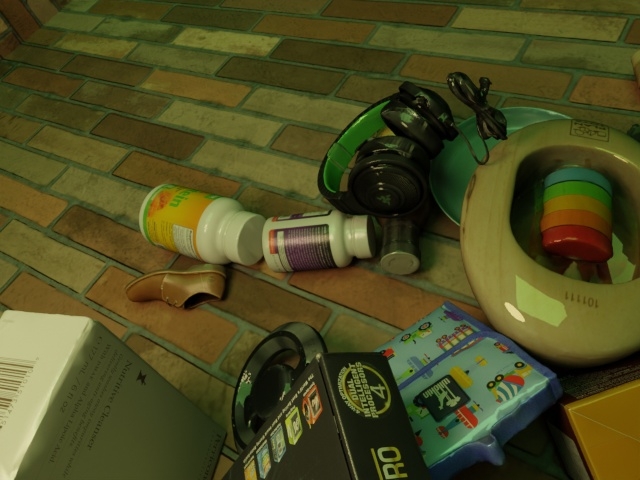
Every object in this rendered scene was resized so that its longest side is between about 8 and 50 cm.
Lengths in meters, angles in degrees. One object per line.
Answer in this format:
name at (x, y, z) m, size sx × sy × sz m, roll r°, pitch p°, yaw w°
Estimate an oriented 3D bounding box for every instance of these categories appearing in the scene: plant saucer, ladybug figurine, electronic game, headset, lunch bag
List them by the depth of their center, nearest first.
lunch bag at (0.155, 0.214, 0.738) m, size 0.221 × 0.138 × 0.293 m, roll -32°, pitch 9°, yaw -6°
ladybug figurine at (0.353, -0.004, 0.842) m, size 0.305 × 0.161 × 0.449 m, roll 15°, pitch 51°, yaw 15°
electronic game at (-0.065, 0.235, 0.901) m, size 0.229 × 0.048 × 0.229 m, roll -35°, pitch 40°, yaw 37°
headset at (0.126, -0.170, 0.961) m, size 0.394 × 0.185 × 0.243 m, roll 2°, pitch 58°, yaw 53°
plant saucer at (0.358, -0.115, 1.063) m, size 0.318 × 0.043 × 0.317 m, roll -6°, pitch 55°, yaw 9°

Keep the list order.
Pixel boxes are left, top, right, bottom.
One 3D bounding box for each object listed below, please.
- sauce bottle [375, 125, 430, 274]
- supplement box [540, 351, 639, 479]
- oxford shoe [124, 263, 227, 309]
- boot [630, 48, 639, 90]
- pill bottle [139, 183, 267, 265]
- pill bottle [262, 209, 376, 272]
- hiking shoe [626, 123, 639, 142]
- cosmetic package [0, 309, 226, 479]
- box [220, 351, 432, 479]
sauce bottle at (0.151, -0.096, 1.100) m, size 0.112 × 0.111 × 0.344 m, roll -5°, pitch 50°, yaw 17°
supplement box at (0.379, 0.209, 0.690) m, size 0.192 × 0.194 × 0.129 m, roll -21°, pitch 82°, yaw 4°
oxford shoe at (-0.286, 0.100, 1.137) m, size 0.212 × 0.076 × 0.076 m, roll -10°, pitch 61°, yaw 14°
boot at (0.727, -0.297, 1.083) m, size 0.249 × 0.090 × 0.206 m, roll -17°, pitch 61°, yaw 6°
pill bottle at (-0.229, -0.028, 1.171) m, size 0.246 × 0.136 × 0.136 m, roll 15°, pitch 59°, yaw 29°
pill bottle at (0.000, 0.000, 1.082) m, size 0.194 × 0.108 × 0.108 m, roll -6°, pitch 51°, yaw 17°
hiking shoe at (0.560, -0.111, 0.975) m, size 0.114 × 0.086 × 0.226 m, roll 7°, pitch 55°, yaw 29°
cosmetic package at (-0.296, 0.280, 0.788) m, size 0.156 × 0.385 × 0.217 m, roll 1°, pitch 56°, yaw 23°
box at (-0.007, 0.358, 0.636) m, size 0.097 × 0.395 × 0.318 m, roll 6°, pitch 47°, yaw -29°
